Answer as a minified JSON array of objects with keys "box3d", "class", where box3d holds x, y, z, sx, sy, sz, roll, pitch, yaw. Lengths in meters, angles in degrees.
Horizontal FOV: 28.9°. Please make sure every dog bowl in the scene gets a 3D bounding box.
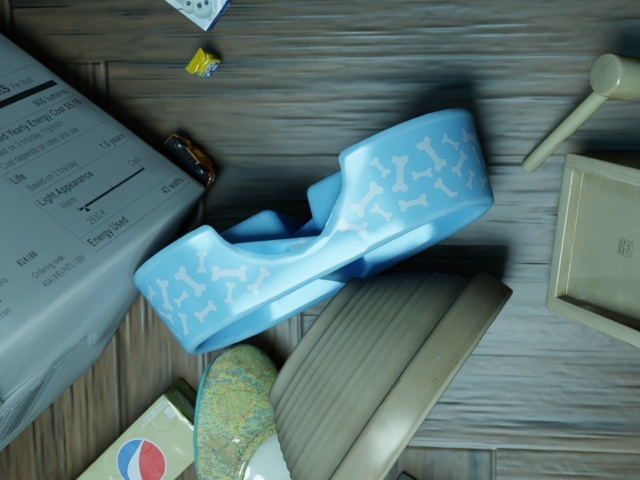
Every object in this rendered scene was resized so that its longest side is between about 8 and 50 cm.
[{"box3d":[0.000,0.000,0.963,0.297,0.166,0.074,-27,80,11],"class":"dog bowl"}]

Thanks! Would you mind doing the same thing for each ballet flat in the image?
[{"box3d":[-0.032,0.260,1.043,0.123,0.123,0.348,1,103,10],"class":"ballet flat"}]

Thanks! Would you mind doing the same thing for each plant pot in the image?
[{"box3d":[0.038,0.105,0.951,0.110,0.237,0.237,36,104,8],"class":"plant pot"}]

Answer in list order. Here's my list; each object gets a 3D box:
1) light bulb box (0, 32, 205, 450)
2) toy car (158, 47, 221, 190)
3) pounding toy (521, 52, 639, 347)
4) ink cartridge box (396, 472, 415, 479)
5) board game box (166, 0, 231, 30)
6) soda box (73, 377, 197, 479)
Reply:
[{"box3d":[-0.340,-0.015,0.917,0.361,0.358,0.225,37,117,3],"class":"light bulb box"},{"box3d":[-0.094,-0.094,1.036,0.060,0.040,0.122,31,107,25],"class":"toy car"},{"box3d":[0.244,-0.038,0.956,0.094,0.181,0.206,0,102,-28],"class":"pounding toy"},{"box3d":[0.116,0.286,1.021,0.175,0.127,0.072,31,105,4],"class":"ink cartridge box"},{"box3d":[-0.103,-0.236,1.024,0.090,0.020,0.090,38,104,1],"class":"board game box"},{"box3d":[-0.170,0.207,1.094,0.061,0.058,0.181,46,103,0],"class":"soda box"}]
